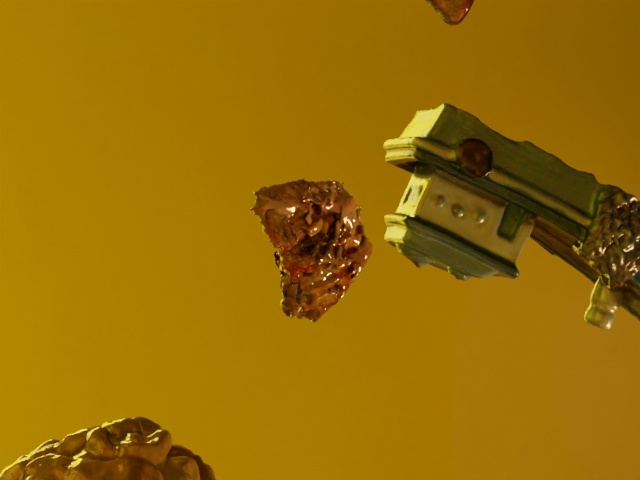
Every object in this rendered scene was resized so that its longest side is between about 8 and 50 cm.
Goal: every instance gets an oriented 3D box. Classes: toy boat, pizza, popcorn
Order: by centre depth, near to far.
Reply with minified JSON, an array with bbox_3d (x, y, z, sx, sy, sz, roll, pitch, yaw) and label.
[{"bbox_3d":[0.146,0.003,1.023,0.238,0.098,0.109,26,-5,-14],"label":"toy boat"},{"bbox_3d":[-0.160,0.264,1.225,0.225,0.249,0.249,40,21,25],"label":"popcorn"},{"bbox_3d":[0.000,0.000,1.892,0.147,0.226,0.069,-37,48,-23],"label":"pizza"}]

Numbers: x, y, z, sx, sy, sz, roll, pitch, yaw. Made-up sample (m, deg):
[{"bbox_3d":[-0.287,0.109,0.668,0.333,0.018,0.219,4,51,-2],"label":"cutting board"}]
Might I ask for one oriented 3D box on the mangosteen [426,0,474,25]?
[{"bbox_3d":[0.052,-0.296,1.317,0.235,0.261,0.235,-27,8,4],"label":"mangosteen"}]
